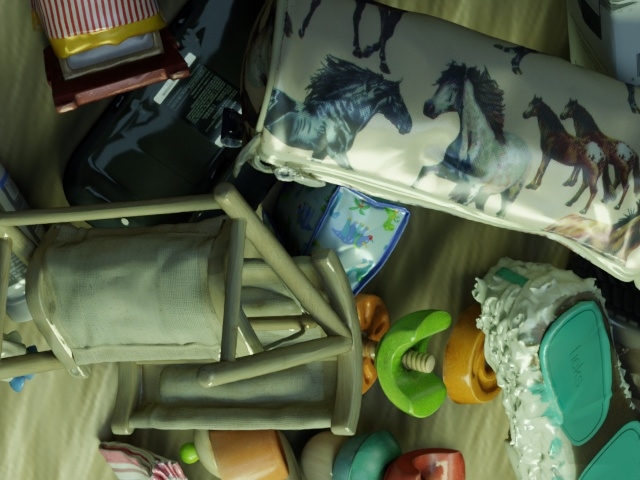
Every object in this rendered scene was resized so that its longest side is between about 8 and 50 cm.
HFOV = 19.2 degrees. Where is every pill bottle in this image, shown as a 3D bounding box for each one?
[{"bbox_3d":[-0.286,0.001,1.698,0.078,0.078,0.137,-30,116,-1],"label":"pill bottle"}]

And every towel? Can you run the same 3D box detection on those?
[{"bbox_3d":[-0.137,0.281,1.804,0.029,0.144,0.197,-34,108,-24],"label":"towel"}]

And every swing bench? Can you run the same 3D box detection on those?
[{"bbox_3d":[-0.127,0.069,1.628,0.255,0.253,0.165,29,62,-58],"label":"swing bench"}]

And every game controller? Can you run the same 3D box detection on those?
[{"bbox_3d":[-0.090,-0.119,1.719,0.166,0.067,0.319,37,99,-10],"label":"game controller"}]

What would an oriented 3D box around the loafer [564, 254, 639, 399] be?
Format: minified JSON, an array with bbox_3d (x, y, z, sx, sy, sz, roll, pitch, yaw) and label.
[{"bbox_3d":[0.378,0.130,1.913,0.366,0.134,0.130,27,130,-13],"label":"loafer"}]

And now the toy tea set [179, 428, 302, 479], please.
[{"bbox_3d":[-0.062,0.303,1.823,0.124,0.200,0.336,-18,108,1],"label":"toy tea set"}]

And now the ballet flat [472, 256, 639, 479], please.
[{"bbox_3d":[0.233,0.171,1.834,0.147,0.147,0.409,-20,128,-6],"label":"ballet flat"}]

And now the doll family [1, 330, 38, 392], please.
[{"bbox_3d":[-0.379,0.125,1.723,0.163,0.118,0.263,18,125,-27],"label":"doll family"}]

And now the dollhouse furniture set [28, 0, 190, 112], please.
[{"bbox_3d":[-0.316,-0.191,1.570,0.374,0.152,0.201,-19,115,-6],"label":"dollhouse furniture set"}]

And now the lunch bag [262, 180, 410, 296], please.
[{"bbox_3d":[0.000,0.000,1.743,0.096,0.129,0.151,21,107,-20],"label":"lunch bag"}]

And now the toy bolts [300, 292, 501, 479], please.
[{"bbox_3d":[0.067,0.156,1.852,0.218,0.158,0.228,-11,109,-54],"label":"toy bolts"}]

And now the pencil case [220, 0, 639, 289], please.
[{"bbox_3d":[0.126,-0.086,1.625,0.410,0.160,0.183,17,81,-10],"label":"pencil case"}]

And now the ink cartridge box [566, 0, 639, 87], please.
[{"bbox_3d":[0.330,-0.258,1.671,0.211,0.121,0.289,-20,139,-6],"label":"ink cartridge box"}]
